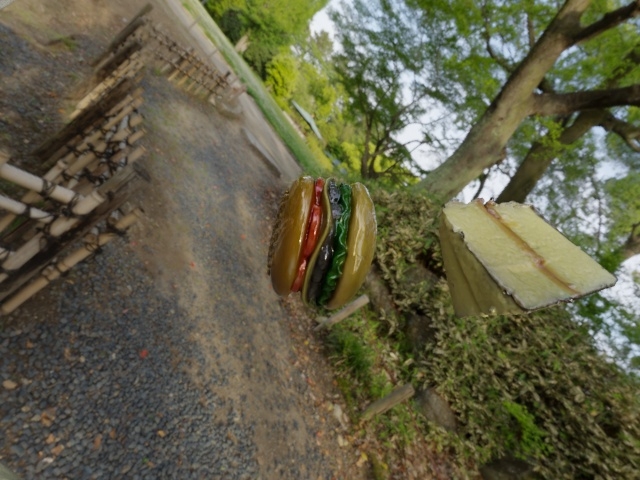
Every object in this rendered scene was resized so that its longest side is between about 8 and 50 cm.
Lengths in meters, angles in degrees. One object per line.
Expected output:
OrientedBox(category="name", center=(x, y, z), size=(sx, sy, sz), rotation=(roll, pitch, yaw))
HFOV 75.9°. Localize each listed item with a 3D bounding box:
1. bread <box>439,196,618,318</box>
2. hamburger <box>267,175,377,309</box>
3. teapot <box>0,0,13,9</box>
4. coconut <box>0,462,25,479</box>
OrientedBox(category="bread", center=(0.299, 0.006, 0.609), size=(0.135, 0.240, 0.178), rotation=(-25, -105, 60))
OrientedBox(category="hamburger", center=(0.000, 0.000, 0.480), size=(0.115, 0.162, 0.162), rotation=(12, 17, -9))
OrientedBox(category="teapot", center=(-0.305, -0.259, 0.342), size=(0.092, 0.226, 0.145), rotation=(45, 50, -22))
OrientedBox(category="coconut", center=(-0.323, 0.268, 0.302), size=(0.224, 0.224, 0.224), rotation=(52, 8, -10))
